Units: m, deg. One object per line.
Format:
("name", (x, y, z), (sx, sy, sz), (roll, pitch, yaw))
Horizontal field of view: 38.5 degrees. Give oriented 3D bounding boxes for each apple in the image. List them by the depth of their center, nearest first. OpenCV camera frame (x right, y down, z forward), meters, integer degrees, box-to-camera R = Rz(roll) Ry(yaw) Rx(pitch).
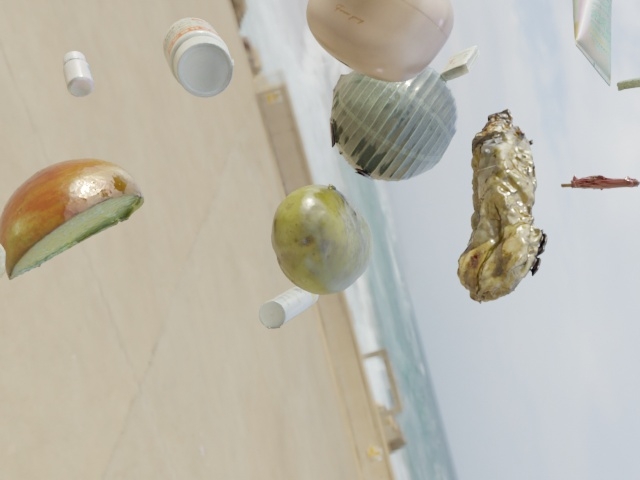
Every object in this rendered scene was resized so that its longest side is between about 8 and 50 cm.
("apple", (-0.561, -0.067, 2.002), (0.254, 0.346, 0.179), (21, -43, 56))

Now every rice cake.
("rice cake", (0.577, -0.284, 1.652), (0.021, 0.022, 0.121), (68, -11, -9))

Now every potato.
("potato", (0.000, -0.002, 1.588), (0.228, 0.149, 0.197), (-37, 129, -64))

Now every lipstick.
("lipstick", (-0.062, 0.131, 1.895), (0.264, 0.059, 0.059), (-22, 97, -75))

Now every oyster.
("oyster", (0.224, -0.061, 1.195), (0.079, 0.129, 0.345), (27, 46, -19))

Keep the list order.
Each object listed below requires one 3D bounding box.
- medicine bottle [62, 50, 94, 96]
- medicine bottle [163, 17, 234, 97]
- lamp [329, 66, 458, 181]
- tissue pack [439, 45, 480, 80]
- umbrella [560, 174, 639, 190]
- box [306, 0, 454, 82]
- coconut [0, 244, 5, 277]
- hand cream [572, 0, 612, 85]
("medicine bottle", (-0.473, -0.324, 1.781), (0.052, 0.052, 0.089), (69, -2, -53))
("medicine bottle", (-0.280, -0.417, 2.092), (0.252, 0.145, 0.144), (-118, -170, -59))
("lamp", (0.124, -0.219, 1.629), (0.265, 0.233, 0.233), (-50, 127, -66))
("tissue pack", (0.256, -0.324, 1.678), (0.023, 0.056, 0.108), (62, 32, -17))
("umbrella", (0.454, -0.094, 1.490), (0.027, 0.025, 0.165), (58, -23, -19))
("box", (0.071, -0.278, 1.133), (0.200, 0.146, 0.088), (39, 5, 36))
("coconut", (-0.414, 0.029, 0.986), (0.122, 0.116, 0.116), (-56, 148, -27))
("hand cream", (0.334, -0.270, 1.124), (0.076, 0.047, 0.174), (38, 45, -29))
